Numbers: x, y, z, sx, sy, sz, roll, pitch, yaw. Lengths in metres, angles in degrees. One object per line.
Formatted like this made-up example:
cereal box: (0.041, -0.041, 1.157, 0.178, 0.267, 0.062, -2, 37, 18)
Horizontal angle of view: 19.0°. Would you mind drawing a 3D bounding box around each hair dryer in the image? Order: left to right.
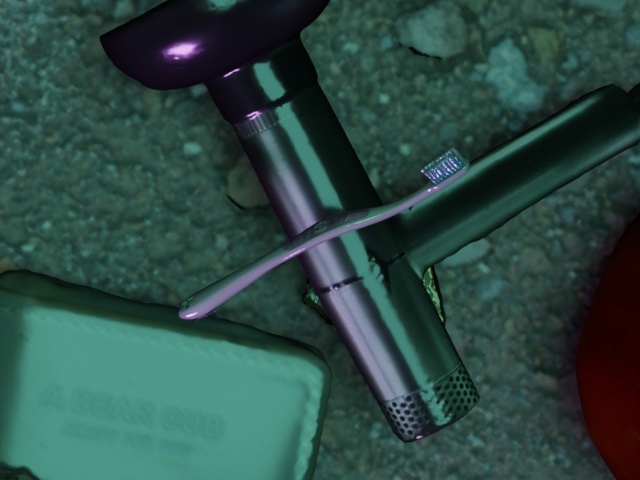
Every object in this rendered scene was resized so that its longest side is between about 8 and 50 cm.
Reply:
hair dryer: (0.055, -0.077, 1.229, 0.284, 0.156, 0.320, -44, 105, -33)

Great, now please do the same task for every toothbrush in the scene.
toothbrush: (0.000, 0.000, 1.122, 0.204, 0.017, 0.022, -29, 116, 21)

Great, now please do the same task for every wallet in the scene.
wallet: (-0.128, 0.214, 1.218, 0.252, 0.083, 0.360, 12, 91, -9)

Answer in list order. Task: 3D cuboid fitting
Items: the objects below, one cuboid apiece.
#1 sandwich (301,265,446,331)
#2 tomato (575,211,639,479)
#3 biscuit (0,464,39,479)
sandwich: (0.036, 0.040, 1.263, 0.093, 0.036, 0.104, -17, 96, -11)
tomato: (0.312, 0.086, 1.238, 0.299, 0.226, 0.298, -2, 98, -12)
biscuit: (-0.115, 0.241, 1.164, 0.250, 0.032, 0.133, 24, 89, -4)
